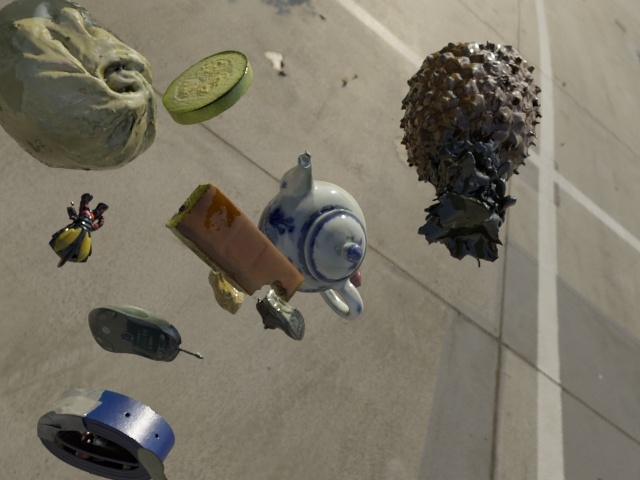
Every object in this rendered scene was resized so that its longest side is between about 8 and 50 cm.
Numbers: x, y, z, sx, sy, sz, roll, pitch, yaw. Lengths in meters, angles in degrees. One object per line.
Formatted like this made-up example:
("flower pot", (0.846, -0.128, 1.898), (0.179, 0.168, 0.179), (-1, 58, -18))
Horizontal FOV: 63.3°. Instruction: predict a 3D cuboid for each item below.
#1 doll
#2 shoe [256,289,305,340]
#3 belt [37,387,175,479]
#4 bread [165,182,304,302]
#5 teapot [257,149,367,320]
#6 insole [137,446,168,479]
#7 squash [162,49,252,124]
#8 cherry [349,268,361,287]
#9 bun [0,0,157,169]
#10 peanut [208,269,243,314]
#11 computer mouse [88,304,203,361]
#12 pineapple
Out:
("doll", (-0.767, -0.027, 1.643), (0.127, 0.088, 0.249), (26, 64, -10))
("shoe", (-0.117, 0.213, 1.404), (0.169, 0.099, 0.071), (52, 31, -19))
("belt", (-0.573, 0.520, 1.388), (0.346, 0.212, 0.117), (13, 28, 10))
("bread", (-0.116, 0.020, 0.756), (0.226, 0.049, 0.088), (50, 60, -34))
("teapot", (0.000, 0.000, 1.136), (0.252, 0.280, 0.424), (-31, 118, -24))
("insole", (-0.373, 0.517, 1.168), (0.064, 0.188, 0.004), (9, 40, 16))
("squash", (-0.286, -0.397, 1.343), (0.049, 0.252, 0.252), (60, 26, -44))
("cherry", (0.029, 0.049, 1.441), (0.090, 0.107, 0.225), (-42, 86, -22))
("bun", (-0.489, -0.309, 1.048), (0.326, 0.234, 0.362), (-53, 130, -47))
("peanut", (-0.285, 0.137, 1.553), (0.099, 0.099, 0.214), (13, 31, -30))
("computer mouse", (-0.532, 0.290, 1.603), (0.379, 0.167, 0.090), (20, 28, 1))
("pineapple", (0.197, -0.117, 0.697), (0.202, 0.202, 0.362), (30, 47, -16))
